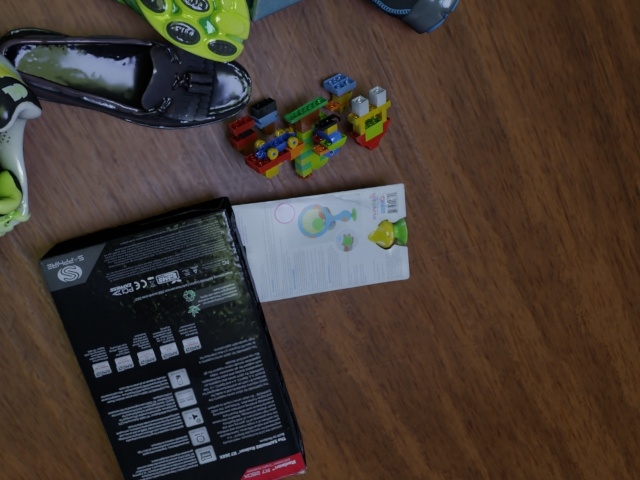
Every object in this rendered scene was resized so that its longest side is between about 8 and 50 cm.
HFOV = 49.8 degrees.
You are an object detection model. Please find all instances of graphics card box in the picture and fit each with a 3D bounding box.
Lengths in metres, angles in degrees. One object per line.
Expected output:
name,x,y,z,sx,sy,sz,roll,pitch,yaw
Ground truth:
graphics card box,-0.176,0.151,0.881,0.233,0.094,0.370,-16,107,-1

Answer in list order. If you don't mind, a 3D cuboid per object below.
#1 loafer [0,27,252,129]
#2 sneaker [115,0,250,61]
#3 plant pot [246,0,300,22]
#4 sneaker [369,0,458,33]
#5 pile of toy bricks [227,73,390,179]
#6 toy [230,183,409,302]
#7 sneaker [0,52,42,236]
loafer,-0.224,-0.189,0.813,0.303,0.095,0.109,4,100,-18
sneaker,-0.205,-0.310,0.774,0.296,0.123,0.109,33,98,-10
plant pot,0.006,-0.431,0.730,0.252,0.247,0.247,-23,83,-17
sneaker,0.155,-0.445,0.868,0.140,0.125,0.340,22,91,-15
pile of toy bricks,-0.015,-0.128,0.902,0.212,0.118,0.105,-32,138,-26
toy,0.000,0.000,0.943,0.237,0.056,0.136,-7,105,-9
sneaker,-0.387,-0.024,0.703,0.147,0.145,0.384,33,124,13
